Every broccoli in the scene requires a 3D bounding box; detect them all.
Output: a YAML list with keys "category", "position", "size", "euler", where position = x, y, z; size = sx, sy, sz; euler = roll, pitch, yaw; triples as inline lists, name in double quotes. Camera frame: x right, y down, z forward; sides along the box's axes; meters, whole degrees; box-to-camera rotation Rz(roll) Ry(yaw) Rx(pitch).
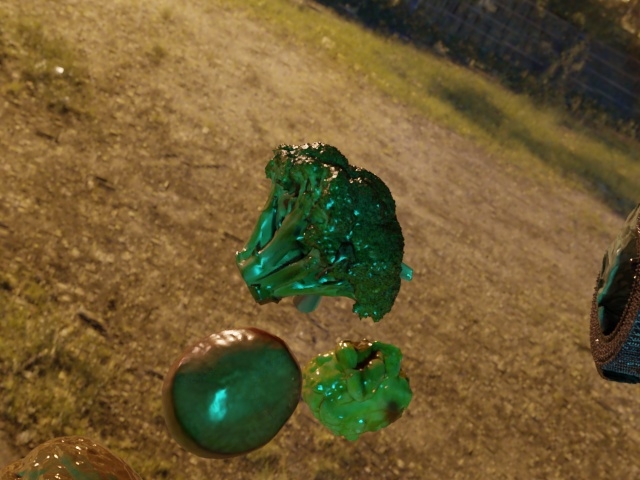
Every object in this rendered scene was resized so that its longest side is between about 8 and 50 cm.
- category: "broccoli"
  position: [0.000, 0.000, 1.323]
  size: [0.321, 0.283, 0.304]
  euler: [56, -2, 44]

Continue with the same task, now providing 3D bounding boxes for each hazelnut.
- category: "hazelnut"
  position: [-0.130, 0.219, 1.157]
  size: [0.176, 0.214, 0.214]
  euler: [62, 28, 4]

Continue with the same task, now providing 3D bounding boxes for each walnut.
- category: "walnut"
  position: [-0.327, 0.372, 1.035]
  size: [0.224, 0.225, 0.261]
  euler: [9, 16, -40]

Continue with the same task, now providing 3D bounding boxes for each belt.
- category: "belt"
  position: [0.538, 0.080, 1.333]
  size: [0.122, 0.325, 0.260]
  euler: [11, 42, 6]

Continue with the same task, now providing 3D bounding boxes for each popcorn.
- category: "popcorn"
  position: [0.077, 0.332, 1.792]
  size: [0.256, 0.255, 0.195]
  euler: [17, 33, -10]

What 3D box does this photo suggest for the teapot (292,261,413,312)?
- category: "teapot"
  position: [0.021, 0.019, 1.620]
  size: [0.149, 0.318, 0.220]
  euler: [-15, 86, -52]
